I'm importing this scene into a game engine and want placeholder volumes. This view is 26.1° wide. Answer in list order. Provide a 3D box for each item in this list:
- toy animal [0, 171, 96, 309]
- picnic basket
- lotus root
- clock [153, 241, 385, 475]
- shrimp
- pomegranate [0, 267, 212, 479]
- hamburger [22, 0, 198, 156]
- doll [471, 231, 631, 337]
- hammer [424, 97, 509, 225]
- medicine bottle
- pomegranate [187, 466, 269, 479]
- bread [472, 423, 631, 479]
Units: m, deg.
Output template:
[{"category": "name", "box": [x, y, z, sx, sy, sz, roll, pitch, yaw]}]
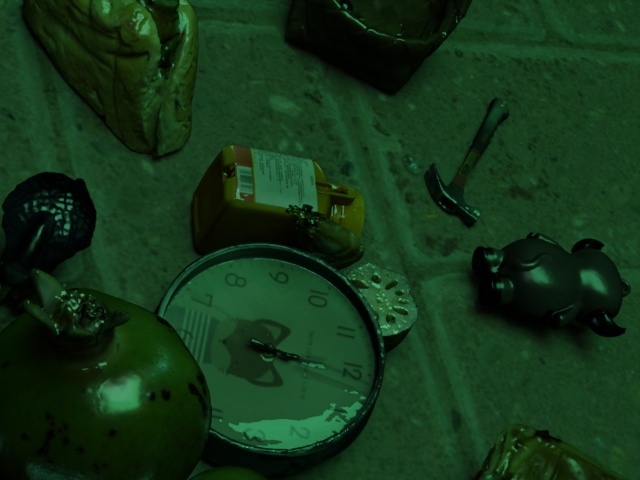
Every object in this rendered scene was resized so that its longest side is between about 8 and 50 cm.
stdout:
[{"category": "toy animal", "box": [-0.356, -0.005, 1.758, 0.122, 0.185, 0.298, 29, 29, -2]}, {"category": "picnic basket", "box": [0.125, -0.460, 2.271, 0.293, 0.337, 0.337, 25, 48, -11]}, {"category": "lotus root", "box": [0.069, 0.101, 1.984, 0.112, 0.081, 0.122, -1, 58, -28]}, {"category": "clock", "box": [-0.072, 0.150, 1.835, 0.325, 0.067, 0.325, 7, 58, -11]}, {"category": "shrimp", "box": [0.000, 0.000, 1.906, 0.184, 0.091, 0.043, 52, 21, -55]}, {"category": "pomegranate", "box": [-0.265, 0.158, 1.601, 0.290, 0.323, 0.291, 3, 23, -1]}, {"category": "hamburger", "box": [-0.276, -0.303, 2.006, 0.162, 0.209, 0.330, -26, 74, -39]}, {"category": "doll", "box": [0.364, 0.068, 2.147, 0.257, 0.117, 0.182, 8, 55, -24]}, {"category": "hammer", "box": [0.258, -0.145, 2.303, 0.111, 0.033, 0.288, 35, 47, -3]}, {"category": "medicine bottle", "box": [-0.058, -0.043, 1.971, 0.222, 0.149, 0.112, 10, 55, -23]}, {"category": "pomegranate", "box": [-0.128, 0.355, 1.622, 0.210, 0.179, 0.179, -6, 60, -31]}, {"category": "bread", "box": [0.339, 0.451, 1.809, 0.370, 0.191, 0.314, 26, 53, 6]}]
